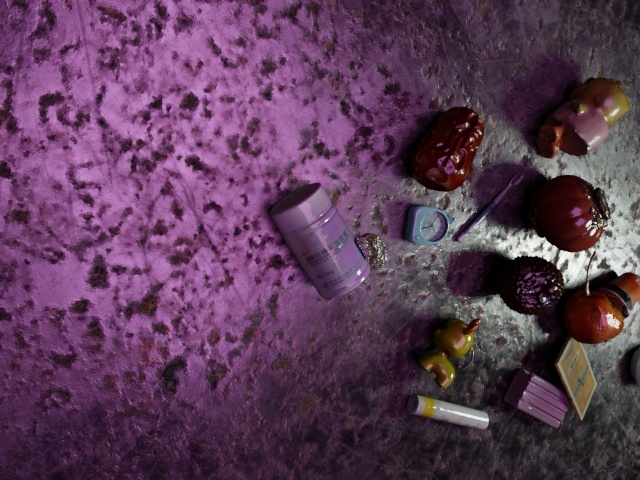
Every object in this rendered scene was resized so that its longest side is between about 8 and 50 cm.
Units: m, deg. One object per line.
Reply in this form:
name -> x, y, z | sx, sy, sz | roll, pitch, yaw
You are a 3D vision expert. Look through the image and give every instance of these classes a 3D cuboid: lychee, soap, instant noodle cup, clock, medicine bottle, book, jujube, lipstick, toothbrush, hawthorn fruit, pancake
lychee -> 0.595, 0.124, 1.545 | 0.188, 0.188, 0.187 | -3, 100, -19
soap -> 0.688, 0.498, 1.698 | 0.203, 0.065, 0.122 | 31, 87, -21
instant noodle cup -> 0.956, 0.170, 1.714 | 0.136, 0.127, 0.127 | -32, 108, -20
clock -> 0.309, -0.040, 1.486 | 0.147, 0.045, 0.108 | 5, 98, -21
medicine bottle -> 0.000, 0.000, 1.328 | 0.152, 0.152, 0.253 | -35, 109, -10
book -> 0.818, 0.426, 1.719 | 0.170, 0.018, 0.241 | -43, 113, -36
jujube -> 0.336, -0.238, 1.411 | 0.155, 0.155, 0.230 | 38, 76, -21
lipstick -> 0.382, 0.511, 1.599 | 0.264, 0.059, 0.059 | 19, 93, -21
toothbrush -> 0.489, -0.094, 1.549 | 0.275, 0.025, 0.019 | -46, 111, -7
hawthorn fruit -> 0.820, 0.178, 1.646 | 0.165, 0.165, 0.285 | -20, 104, -15
pancake -> 0.134, 0.032, 1.452 | 0.108, 0.017, 0.107 | -3, 98, -21

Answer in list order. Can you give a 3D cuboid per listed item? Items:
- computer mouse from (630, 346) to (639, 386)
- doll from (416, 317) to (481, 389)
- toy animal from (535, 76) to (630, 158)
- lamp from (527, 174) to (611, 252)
computer mouse -> 1.192, 0.420, 1.845 | 0.289, 0.097, 0.159 | -8, 99, -17
doll -> 0.377, 0.303, 1.526 | 0.135, 0.143, 0.221 | 42, 84, 14
toy animal -> 0.753, -0.356, 1.524 | 0.281, 0.169, 0.195 | -50, 153, -11
lamp -> 0.703, -0.075, 1.538 | 0.227, 0.227, 0.226 | -3, 100, -19
